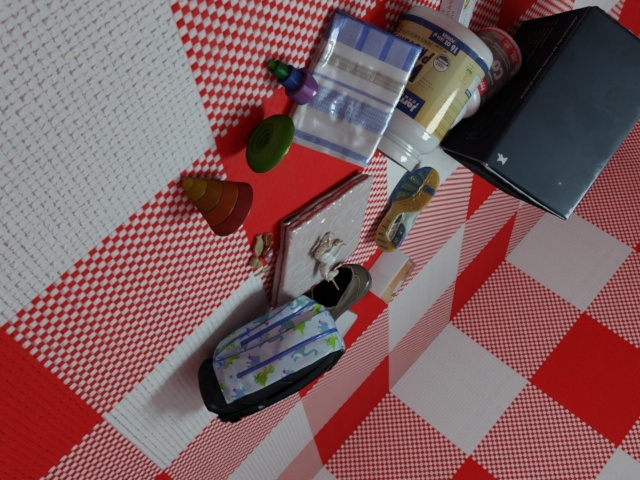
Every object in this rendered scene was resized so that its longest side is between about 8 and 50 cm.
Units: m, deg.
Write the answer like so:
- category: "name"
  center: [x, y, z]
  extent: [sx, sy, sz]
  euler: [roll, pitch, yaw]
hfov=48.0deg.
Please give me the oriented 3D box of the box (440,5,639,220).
- category: "box"
  center: [0.634, -0.363, 2.035]
  extent: [0.480, 0.297, 0.472]
  euler: [-56, -171, 8]

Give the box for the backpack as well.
- category: "backpack"
  center: [-0.114, 0.301, 1.861]
  extent: [0.355, 0.274, 0.290]
  euler: [-16, 162, 7]

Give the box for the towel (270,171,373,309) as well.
- category: "towel"
  center: [0.000, 0.000, 1.918]
  extent: [0.331, 0.053, 0.317]
  euler: [-35, 150, -36]

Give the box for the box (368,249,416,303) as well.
- category: "box"
  center: [0.232, 0.114, 2.448]
  extent: [0.170, 0.091, 0.130]
  euler: [-53, 156, 0]

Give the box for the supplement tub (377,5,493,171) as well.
- category: "supplement tub"
  center: [0.213, -0.338, 1.628]
  extent: [0.316, 0.228, 0.228]
  euler: [-57, 156, 6]

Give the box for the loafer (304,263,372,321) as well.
- category: "loafer"
  center: [-0.018, 0.190, 2.040]
  extent: [0.366, 0.134, 0.130]
  euler: [-48, 151, -2]

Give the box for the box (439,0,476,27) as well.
- category: "box"
  center: [0.339, -0.602, 1.703]
  extent: [0.067, 0.063, 0.324]
  euler: [-32, 149, -37]

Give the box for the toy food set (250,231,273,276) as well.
- category: "toy food set"
  center: [-0.141, 0.026, 1.740]
  extent: [0.078, 0.019, 0.122]
  euler: [-28, 138, -45]

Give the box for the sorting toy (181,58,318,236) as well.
- category: "sorting toy"
  center: [-0.147, -0.189, 1.373]
  extent: [0.126, 0.127, 0.366]
  euler: [30, 94, -36]

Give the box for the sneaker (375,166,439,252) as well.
- category: "sneaker"
  center: [0.263, -0.102, 2.231]
  extent: [0.296, 0.111, 0.131]
  euler: [-56, 174, 9]

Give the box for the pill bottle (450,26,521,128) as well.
- category: "pill bottle"
  center: [0.391, -0.428, 1.913]
  extent: [0.283, 0.161, 0.161]
  euler: [-43, 154, -23]

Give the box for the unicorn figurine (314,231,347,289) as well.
- category: "unicorn figurine"
  center: [0.024, 0.044, 1.900]
  extent: [0.111, 0.060, 0.162]
  euler: [-53, 140, -2]

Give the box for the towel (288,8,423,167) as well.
- category: "towel"
  center: [0.063, -0.303, 1.481]
  extent: [0.034, 0.209, 0.285]
  euler: [-107, -140, -64]

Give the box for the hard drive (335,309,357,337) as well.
- category: "hard drive"
  center: [0.007, 0.296, 2.348]
  extent: [0.203, 0.040, 0.307]
  euler: [-54, 157, 1]
